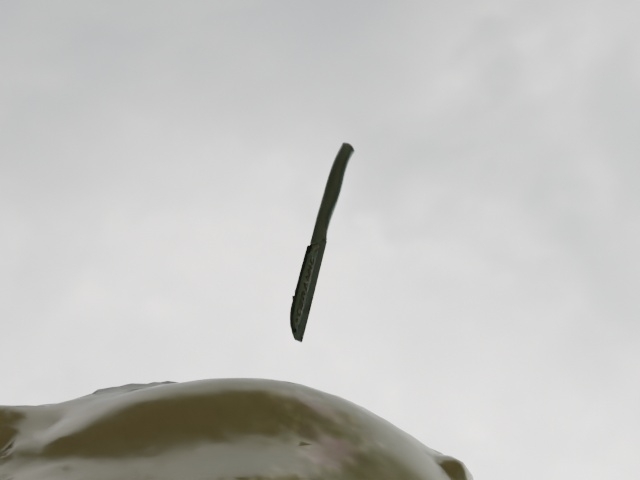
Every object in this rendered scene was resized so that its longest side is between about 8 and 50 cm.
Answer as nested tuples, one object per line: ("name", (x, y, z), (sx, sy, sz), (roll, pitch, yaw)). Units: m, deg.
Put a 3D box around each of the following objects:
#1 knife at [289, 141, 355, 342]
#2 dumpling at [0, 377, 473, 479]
("knife", (-0.001, 0.000, 1.346), (0.028, 0.015, 0.210), (6, -103, 51))
("dumpling", (0.011, 0.162, 0.414), (0.187, 0.318, 0.243), (-44, -165, -9))
